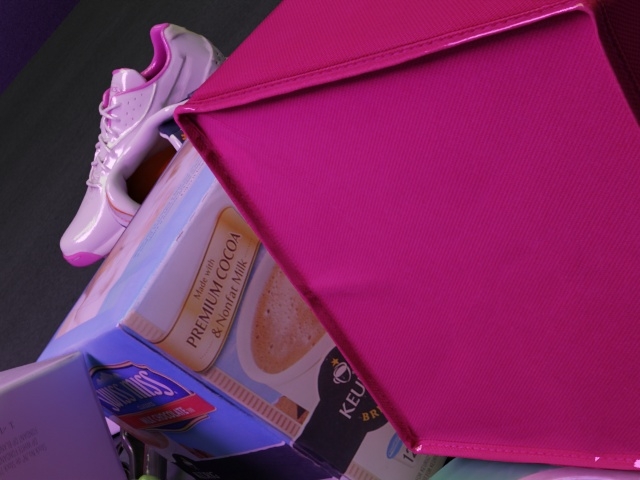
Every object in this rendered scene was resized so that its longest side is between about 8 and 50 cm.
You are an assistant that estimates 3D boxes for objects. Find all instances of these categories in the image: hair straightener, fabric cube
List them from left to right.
[{"bbox_3d":[-0.159,0.202,1.036,0.089,0.047,0.230,-38,43,29],"label":"hair straightener"},{"bbox_3d":[0.136,-0.063,0.615,0.254,0.259,0.258,-4,37,47],"label":"fabric cube"}]

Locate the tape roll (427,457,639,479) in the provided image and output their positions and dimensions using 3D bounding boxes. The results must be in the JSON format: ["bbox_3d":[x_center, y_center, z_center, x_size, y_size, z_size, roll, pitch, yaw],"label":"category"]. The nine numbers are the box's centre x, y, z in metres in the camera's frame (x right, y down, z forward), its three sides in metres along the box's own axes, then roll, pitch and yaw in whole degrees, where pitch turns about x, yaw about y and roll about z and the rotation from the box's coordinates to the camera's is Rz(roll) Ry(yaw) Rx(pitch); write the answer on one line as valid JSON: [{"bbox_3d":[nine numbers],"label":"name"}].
[{"bbox_3d":[0.117,0.231,0.576,0.321,0.077,0.321,-35,28,22],"label":"tape roll"}]

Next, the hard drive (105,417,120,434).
[{"bbox_3d":[-0.081,0.040,1.173,0.353,0.047,0.233,-29,31,33],"label":"hard drive"}]

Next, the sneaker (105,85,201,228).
[{"bbox_3d":[-0.084,-0.112,1.243,0.321,0.126,0.127,-39,-8,2],"label":"sneaker"}]

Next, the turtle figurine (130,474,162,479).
[{"bbox_3d":[-0.148,0.257,0.765,0.275,0.197,0.266,-18,10,-8],"label":"turtle figurine"}]

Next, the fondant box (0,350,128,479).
[{"bbox_3d":[-0.320,0.176,0.730,0.330,0.096,0.238,-15,6,32],"label":"fondant box"}]

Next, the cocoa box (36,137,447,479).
[{"bbox_3d":[0.000,0.000,0.856,0.347,0.228,0.231,-60,16,-24],"label":"cocoa box"}]

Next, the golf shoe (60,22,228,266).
[{"bbox_3d":[-0.217,-0.114,1.364,0.306,0.140,0.115,-55,29,-12],"label":"golf shoe"}]
